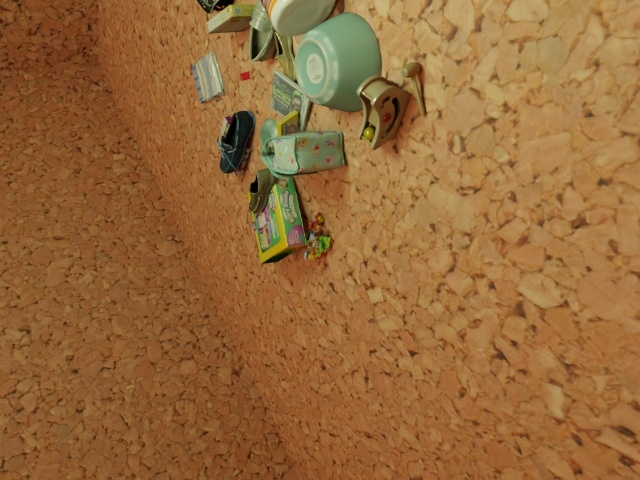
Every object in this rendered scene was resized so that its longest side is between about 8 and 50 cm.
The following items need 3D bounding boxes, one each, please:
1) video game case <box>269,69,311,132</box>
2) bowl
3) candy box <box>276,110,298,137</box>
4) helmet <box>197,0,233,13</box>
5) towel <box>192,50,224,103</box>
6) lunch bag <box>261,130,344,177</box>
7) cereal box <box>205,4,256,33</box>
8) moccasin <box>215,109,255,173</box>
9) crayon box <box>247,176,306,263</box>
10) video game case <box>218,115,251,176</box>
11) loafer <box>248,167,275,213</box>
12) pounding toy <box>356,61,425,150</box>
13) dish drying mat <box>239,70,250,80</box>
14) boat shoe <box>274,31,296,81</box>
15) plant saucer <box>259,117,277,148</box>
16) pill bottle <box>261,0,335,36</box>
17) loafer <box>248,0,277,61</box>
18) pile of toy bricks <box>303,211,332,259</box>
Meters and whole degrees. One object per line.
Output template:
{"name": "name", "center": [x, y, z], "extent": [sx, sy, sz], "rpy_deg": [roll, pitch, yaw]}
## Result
{"name": "video game case", "center": [-0.121, -0.545, 1.738], "extent": [0.190, 0.022, 0.173], "rpy_deg": [41, 145, 17]}
{"name": "bowl", "center": [0.030, -0.564, 1.434], "extent": [0.311, 0.163, 0.312], "rpy_deg": [32, 132, 44]}
{"name": "candy box", "center": [-0.129, -0.407, 1.766], "extent": [0.027, 0.105, 0.206], "rpy_deg": [30, 146, 20]}
{"name": "helmet", "center": [-0.456, -1.056, 1.855], "extent": [0.162, 0.169, 0.169], "rpy_deg": [54, 148, -7]}
{"name": "towel", "center": [-0.587, -0.834, 2.285], "extent": [0.285, 0.034, 0.209], "rpy_deg": [6, 112, 54]}
{"name": "lunch bag", "center": [-0.074, -0.323, 1.659], "extent": [0.262, 0.223, 0.160], "rpy_deg": [10, 109, 54]}
{"name": "cereal box", "center": [-0.334, -0.882, 1.767], "extent": [0.240, 0.173, 0.047], "rpy_deg": [10, 116, 52]}
{"name": "moccasin", "center": [-0.432, -0.475, 2.118], "extent": [0.137, 0.116, 0.342], "rpy_deg": [43, 124, 27]}
{"name": "crayon box", "center": [-0.207, -0.107, 2.017], "extent": [0.313, 0.106, 0.363], "rpy_deg": [-29, 70, 56]}
{"name": "video game case", "center": [-0.443, -0.478, 2.267], "extent": [0.232, 0.041, 0.210], "rpy_deg": [56, 144, 17]}
{"name": "loafer", "center": [-0.276, -0.218, 1.926], "extent": [0.094, 0.087, 0.251], "rpy_deg": [62, 141, 34]}
{"name": "pounding toy", "center": [0.200, -0.381, 1.298], "extent": [0.155, 0.154, 0.270], "rpy_deg": [47, 142, 29]}
{"name": "dish drying mat", "center": [-0.344, -0.745, 2.007], "extent": [0.083, 0.008, 0.032], "rpy_deg": [15, 119, 51]}
{"name": "boat shoe", "center": [-0.141, -0.695, 1.684], "extent": [0.068, 0.072, 0.190], "rpy_deg": [10, 116, 52]}
{"name": "plant saucer", "center": [-0.227, -0.446, 1.982], "extent": [0.195, 0.037, 0.195], "rpy_deg": [30, 130, 43]}
{"name": "pill bottle", "center": [-0.129, -0.890, 1.421], "extent": [0.224, 0.224, 0.392], "rpy_deg": [-34, 79, 56]}
{"name": "loafer", "center": [-0.206, -0.818, 1.657], "extent": [0.112, 0.111, 0.319], "rpy_deg": [33, 139, 12]}
{"name": "pile of toy bricks", "center": [0.000, 0.000, 1.869], "extent": [0.105, 0.118, 0.212], "rpy_deg": [14, 115, 7]}
